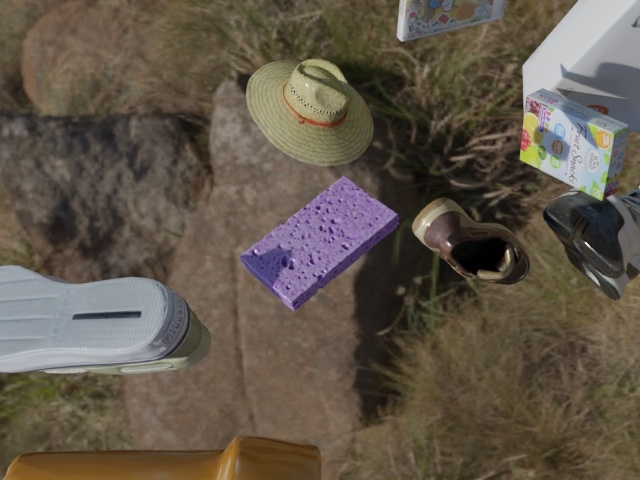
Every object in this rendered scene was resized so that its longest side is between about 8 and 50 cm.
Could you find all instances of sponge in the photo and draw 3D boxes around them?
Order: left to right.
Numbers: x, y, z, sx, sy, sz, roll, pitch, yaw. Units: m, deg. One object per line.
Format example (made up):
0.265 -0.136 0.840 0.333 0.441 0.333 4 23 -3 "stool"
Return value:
0.000 0.000 1.336 0.117 0.210 0.031 40 160 31 "sponge"

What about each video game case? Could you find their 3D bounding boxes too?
0.251 -0.480 1.682 0.206 0.227 0.026 92 155 -43 "video game case"

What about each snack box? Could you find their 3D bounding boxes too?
0.328 -0.127 1.198 0.141 0.037 0.100 35 141 40 "snack box"

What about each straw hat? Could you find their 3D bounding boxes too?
-0.002 -0.151 0.942 0.144 0.144 0.061 65 149 24 "straw hat"

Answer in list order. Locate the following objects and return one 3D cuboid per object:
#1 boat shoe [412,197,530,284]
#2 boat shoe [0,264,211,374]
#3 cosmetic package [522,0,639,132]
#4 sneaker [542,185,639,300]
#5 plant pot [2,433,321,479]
0.303 0.031 1.684 0.123 0.342 0.123 -48 49 11 "boat shoe"
-0.247 0.092 0.893 0.302 0.094 0.109 1 60 29 "boat shoe"
0.470 -0.260 1.190 0.377 0.284 0.097 123 153 -68 "cosmetic package"
0.536 -0.063 1.570 0.257 0.447 0.169 -46 67 4 "sneaker"
-0.111 0.214 0.575 0.205 0.187 0.205 -168 90 -87 "plant pot"
